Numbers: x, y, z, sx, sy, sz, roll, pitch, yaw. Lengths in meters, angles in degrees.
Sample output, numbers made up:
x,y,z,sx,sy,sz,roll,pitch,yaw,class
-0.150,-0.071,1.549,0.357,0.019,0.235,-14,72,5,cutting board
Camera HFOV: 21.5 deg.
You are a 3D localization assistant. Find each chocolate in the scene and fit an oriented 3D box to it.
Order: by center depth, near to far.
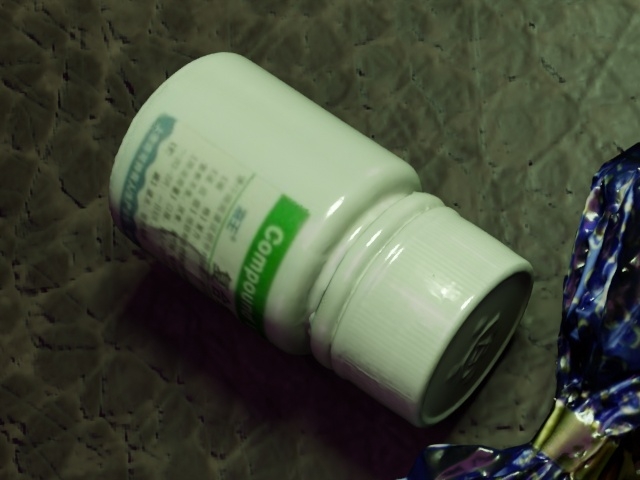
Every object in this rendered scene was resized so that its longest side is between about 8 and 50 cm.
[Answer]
x,y,z,sx,sy,sz,roll,pitch,yaw,class
0.130,0.121,0.939,0.343,0.148,0.126,-56,29,4,chocolate

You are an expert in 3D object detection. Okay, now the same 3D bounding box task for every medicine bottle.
x,y,z,sx,sy,sz,roll,pitch,yaw,class
0.000,0.000,1.002,0.237,0.139,0.139,35,88,21,medicine bottle
